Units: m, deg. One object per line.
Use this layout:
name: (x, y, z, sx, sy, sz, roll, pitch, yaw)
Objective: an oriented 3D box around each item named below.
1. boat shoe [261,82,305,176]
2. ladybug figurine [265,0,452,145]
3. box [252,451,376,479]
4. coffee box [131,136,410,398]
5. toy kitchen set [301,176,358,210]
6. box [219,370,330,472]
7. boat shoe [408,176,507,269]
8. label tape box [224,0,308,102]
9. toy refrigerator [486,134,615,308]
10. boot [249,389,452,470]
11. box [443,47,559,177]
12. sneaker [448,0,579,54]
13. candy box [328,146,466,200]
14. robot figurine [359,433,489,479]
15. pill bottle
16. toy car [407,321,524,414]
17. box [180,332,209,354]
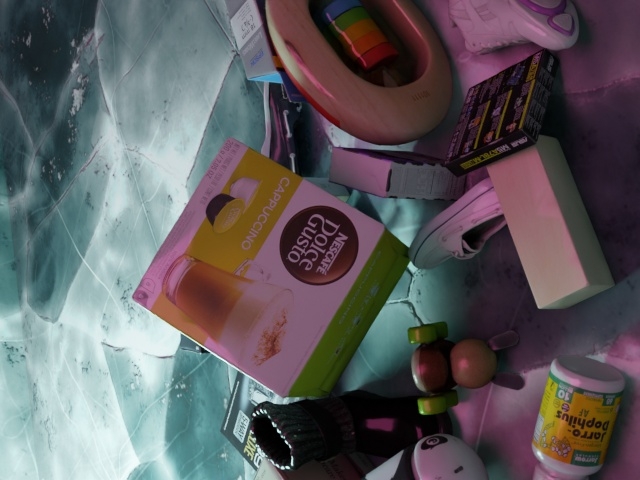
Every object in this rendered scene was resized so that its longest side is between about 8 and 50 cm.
boat shoe: (-0.078, -0.257, 2.271, 0.114, 0.091, 0.303, -32, -57, -84)
ladybug figurine: (0.056, -0.353, 1.936, 0.449, 0.305, 0.162, 58, 151, 15)
box: (-0.005, 0.504, 2.076, 0.149, 0.232, 0.127, 48, 126, 39)
coffee box: (-0.069, 0.063, 1.900, 0.334, 0.338, 0.338, 31, 90, 15)
toy kitchen set: (0.000, 0.000, 2.148, 0.166, 0.122, 0.207, -55, 51, 37)
box: (-0.099, 0.364, 2.315, 0.242, 0.076, 0.308, 39, 120, 44)
boat shoe: (0.252, -0.010, 1.853, 0.258, 0.095, 0.084, -49, 50, 41)
label tape box: (-0.042, -0.388, 2.097, 0.106, 0.240, 0.334, -37, 62, 45)
toy refrigerator: (0.375, -0.031, 1.703, 0.102, 0.094, 0.270, -34, 65, 39)
boot: (0.053, 0.367, 1.977, 0.348, 0.260, 0.131, -4, 87, 52)
box: (0.303, -0.213, 1.748, 0.184, 0.045, 0.191, -22, 38, 47)
sneaker: (0.324, -0.371, 1.767, 0.305, 0.114, 0.152, 46, 138, 46)
candy box: (0.142, -0.122, 1.906, 0.164, 0.196, 0.070, 20, 106, 49)
robot figurine: (0.166, 0.457, 1.838, 0.278, 0.173, 0.209, -40, 24, 25)
pill bottle: (0.402, 0.298, 1.652, 0.117, 0.117, 0.209, 27, 111, 48)
toy car: (0.266, 0.218, 1.849, 0.188, 0.149, 0.155, -9, 86, 22)
box: (-0.221, 0.120, 2.379, 0.103, 0.184, 0.261, 1, 91, 51)
